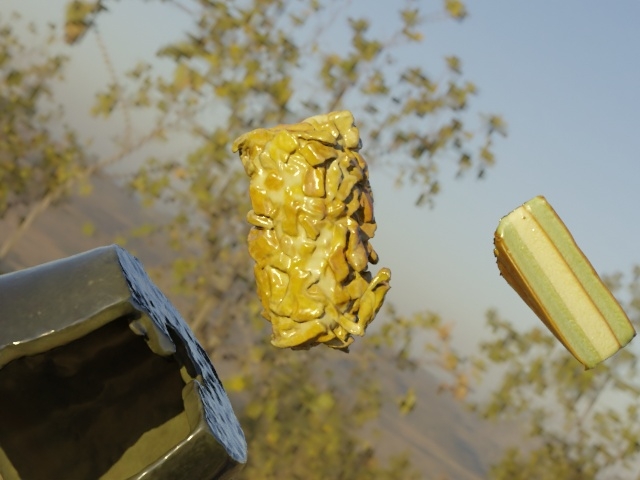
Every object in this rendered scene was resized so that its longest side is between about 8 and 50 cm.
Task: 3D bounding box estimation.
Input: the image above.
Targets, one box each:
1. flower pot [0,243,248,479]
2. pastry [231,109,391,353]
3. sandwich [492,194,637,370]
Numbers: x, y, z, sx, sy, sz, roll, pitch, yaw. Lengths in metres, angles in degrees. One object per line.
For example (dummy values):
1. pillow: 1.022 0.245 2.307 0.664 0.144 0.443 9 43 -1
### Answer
1. flower pot: -0.220 0.155 1.321 0.379 0.251 0.379 58 2 -4
2. pastry: 0.000 0.000 1.551 0.154 0.250 0.102 -9 5 19
3. sandwich: 0.267 0.047 1.696 0.163 0.079 0.113 53 -7 35
